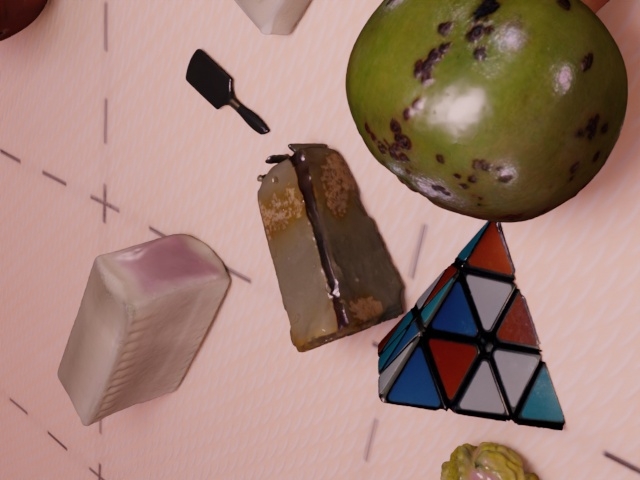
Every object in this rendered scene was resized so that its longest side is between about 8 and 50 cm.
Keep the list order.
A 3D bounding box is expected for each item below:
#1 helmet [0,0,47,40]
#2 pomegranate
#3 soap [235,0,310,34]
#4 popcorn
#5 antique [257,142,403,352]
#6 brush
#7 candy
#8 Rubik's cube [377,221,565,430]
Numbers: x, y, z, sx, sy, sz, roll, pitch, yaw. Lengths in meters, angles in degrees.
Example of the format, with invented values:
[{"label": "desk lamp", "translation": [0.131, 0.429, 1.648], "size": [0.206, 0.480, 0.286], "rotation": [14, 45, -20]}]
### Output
[{"label": "helmet", "translation": [-0.614, -0.512, 1.216], "size": [0.385, 0.230, 0.337], "rotation": [31, 123, 18]}, {"label": "pomegranate", "translation": [0.177, -0.176, 0.660], "size": [0.291, 0.291, 0.323], "rotation": [46, 126, 18]}, {"label": "soap", "translation": [-0.050, -0.389, 0.912], "size": [0.121, 0.064, 0.183], "rotation": [52, 127, 18]}, {"label": "popcorn", "translation": [0.223, 0.338, 0.879], "size": [0.125, 0.126, 0.145], "rotation": [-52, 42, 21]}, {"label": "antique", "translation": [0.000, 0.000, 0.953], "size": [0.125, 0.150, 0.284], "rotation": [-28, 77, 41]}, {"label": "brush", "translation": [-0.148, -0.229, 1.069], "size": [0.193, 0.016, 0.063], "rotation": [46, 127, 19]}, {"label": "candy", "translation": [-0.329, 0.161, 1.211], "size": [0.145, 0.208, 0.358], "rotation": [48, 128, 25]}, {"label": "Rubik's cube", "translation": [0.114, 0.147, 0.834], "size": [0.250, 0.234, 0.284], "rotation": [-11, 97, 41]}]
